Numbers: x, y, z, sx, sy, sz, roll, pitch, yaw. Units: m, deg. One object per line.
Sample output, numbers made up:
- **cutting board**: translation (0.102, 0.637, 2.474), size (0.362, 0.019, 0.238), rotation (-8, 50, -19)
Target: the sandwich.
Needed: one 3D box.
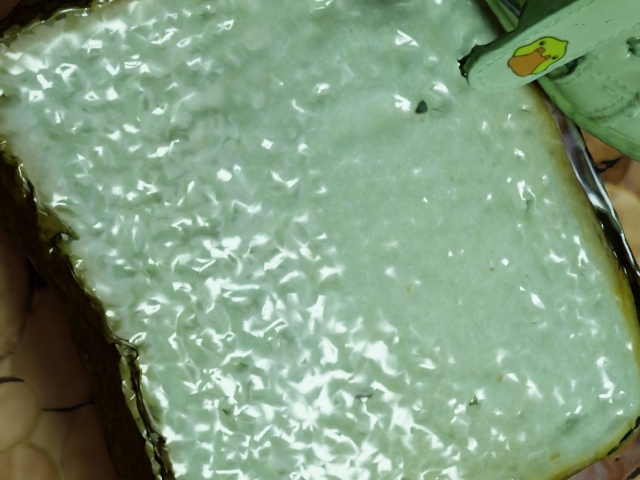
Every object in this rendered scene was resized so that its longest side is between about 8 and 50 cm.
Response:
- **sandwich**: translation (0.000, 0.000, 0.761), size (0.271, 0.099, 0.301), rotation (-29, 102, -28)

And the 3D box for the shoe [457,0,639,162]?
- **shoe**: translation (0.110, -0.126, 0.702), size (0.140, 0.128, 0.262), rotation (-35, 104, 19)
